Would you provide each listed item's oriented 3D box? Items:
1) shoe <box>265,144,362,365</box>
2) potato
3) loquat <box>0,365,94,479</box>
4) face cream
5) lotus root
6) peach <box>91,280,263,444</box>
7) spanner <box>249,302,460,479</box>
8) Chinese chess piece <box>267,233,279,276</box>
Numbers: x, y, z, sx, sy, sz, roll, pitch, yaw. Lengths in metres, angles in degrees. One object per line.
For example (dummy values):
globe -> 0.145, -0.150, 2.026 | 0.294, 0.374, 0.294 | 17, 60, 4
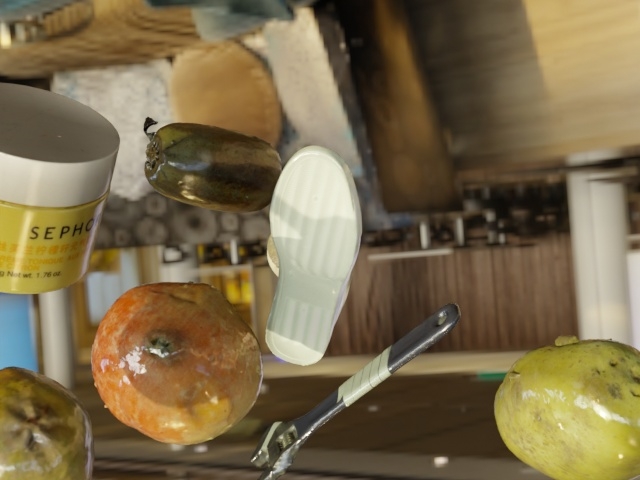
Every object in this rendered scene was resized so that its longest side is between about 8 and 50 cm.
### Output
shoe -> 0.000, 0.000, 1.730 | 0.132, 0.363, 0.160 | 13, -145, 8
potato -> 0.313, 0.202, 1.415 | 0.197, 0.148, 0.228 | 29, 145, 9
loquat -> -0.495, 0.338, 1.959 | 0.276, 0.276, 0.284 | -4, 162, -28
face cream -> -0.368, -0.065, 1.442 | 0.218, 0.179, 0.218 | 15, -155, -7
lotus root -> -0.155, -0.107, 1.771 | 0.241, 0.124, 0.123 | 8, -166, -39
peach -> -0.176, 0.144, 1.460 | 0.233, 0.232, 0.232 | -4, 179, 0
spanner -> 0.029, 0.161, 1.220 | 0.316, 0.024, 0.087 | -41, -164, 29
Chinese chess piece -> -0.027, 0.016, 1.944 | 0.122, 0.122, 0.051 | -5, 148, 11
